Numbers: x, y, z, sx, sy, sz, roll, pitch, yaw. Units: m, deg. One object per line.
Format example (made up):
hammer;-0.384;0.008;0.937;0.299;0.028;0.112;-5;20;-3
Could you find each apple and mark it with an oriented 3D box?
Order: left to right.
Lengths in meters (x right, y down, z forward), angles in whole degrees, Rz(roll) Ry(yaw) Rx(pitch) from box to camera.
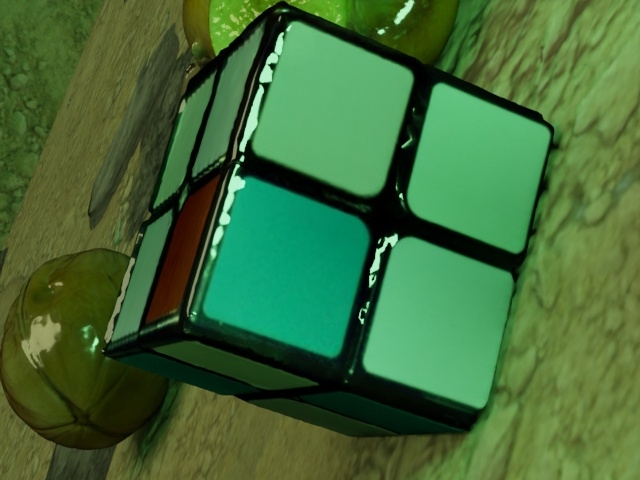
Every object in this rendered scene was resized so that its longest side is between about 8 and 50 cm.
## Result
apple;0.011;-0.162;0.903;0.147;0.163;0.146;-4;110;59

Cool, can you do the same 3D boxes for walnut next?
walnut;-0.216;0.097;1.278;0.167;0.167;0.207;-57;23;31

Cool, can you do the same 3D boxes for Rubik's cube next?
Rubik's cube;-0.001;0.000;0.750;0.183;0.167;0.180;-19;53;69

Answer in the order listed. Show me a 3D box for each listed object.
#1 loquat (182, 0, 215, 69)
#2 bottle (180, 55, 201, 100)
loquat;-0.031;-0.180;1.056;0.204;0.149;0.172;-82;17;-53
bottle;-0.087;-0.145;1.282;0.099;0.099;0.152;-61;16;22
